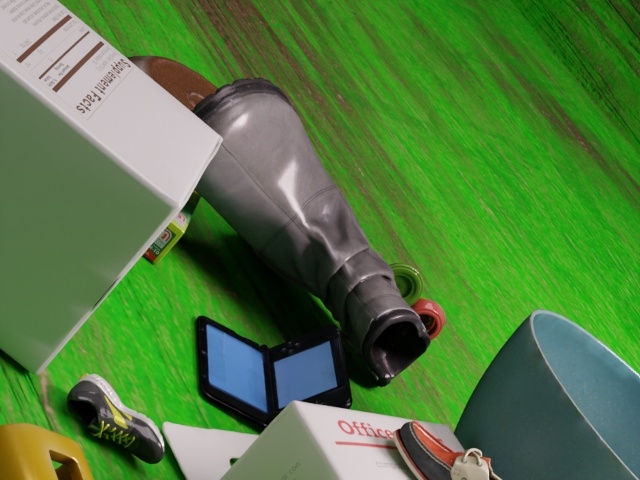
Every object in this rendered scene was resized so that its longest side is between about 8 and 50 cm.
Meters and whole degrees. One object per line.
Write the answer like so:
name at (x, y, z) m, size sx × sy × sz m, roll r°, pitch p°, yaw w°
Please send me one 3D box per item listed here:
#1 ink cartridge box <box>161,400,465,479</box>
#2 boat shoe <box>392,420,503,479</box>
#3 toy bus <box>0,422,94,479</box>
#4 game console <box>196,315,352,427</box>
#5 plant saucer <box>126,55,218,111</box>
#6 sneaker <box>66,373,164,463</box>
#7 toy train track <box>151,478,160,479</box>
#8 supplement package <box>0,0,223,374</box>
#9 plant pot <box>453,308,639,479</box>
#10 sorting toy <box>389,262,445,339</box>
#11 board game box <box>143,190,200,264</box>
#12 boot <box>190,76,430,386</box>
ink cartridge box at (0.054, 0.237, 1.297) m, size 0.207 × 0.119 × 0.353 m, roll 15°, pitch 33°, yaw -51°
boat shoe at (0.111, 0.174, 1.293) m, size 0.137 × 0.043 × 0.049 m, roll 42°, pitch 21°, yaw 1°
toy bus at (-0.147, 0.198, 0.971) m, size 0.202 × 0.104 × 0.191 m, roll 53°, pitch 13°, yaw -16°
game console at (-0.039, 0.099, 1.486) m, size 0.122 × 0.107 × 0.071 m, roll -99°, pitch 166°, yaw -59°
plant saucer at (-0.128, -0.126, 1.828) m, size 0.198 × 0.036 × 0.199 m, roll 37°, pitch 21°, yaw -17°
sneaker at (-0.148, 0.132, 1.277) m, size 0.083 × 0.031 × 0.035 m, roll 40°, pitch 33°, yaw 6°
toy train track at (-0.125, 0.183, 1.234) m, size 0.083 × 0.014 × 0.048 m, roll 21°, pitch 35°, yaw -34°
supplement package at (-0.247, -0.081, 1.303) m, size 0.293 × 0.177 × 0.175 m, roll 40°, pitch 19°, yaw -7°
plant pot at (0.206, 0.228, 1.472) m, size 0.290 × 0.195 × 0.290 m, roll 41°, pitch 15°, yaw -14°
sorting toy at (0.083, 0.058, 1.808) m, size 0.102 × 0.061 × 0.042 m, roll 58°, pitch 11°, yaw -27°
board game box at (-0.155, -0.054, 1.617) m, size 0.092 × 0.043 × 0.181 m, roll 39°, pitch 20°, yaw -9°
boot at (0.000, 0.000, 1.583) m, size 0.223 × 0.118 × 0.338 m, roll 53°, pitch 6°, yaw 24°
